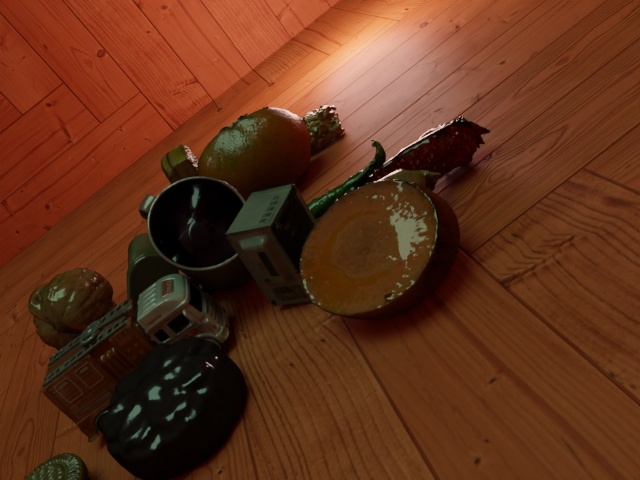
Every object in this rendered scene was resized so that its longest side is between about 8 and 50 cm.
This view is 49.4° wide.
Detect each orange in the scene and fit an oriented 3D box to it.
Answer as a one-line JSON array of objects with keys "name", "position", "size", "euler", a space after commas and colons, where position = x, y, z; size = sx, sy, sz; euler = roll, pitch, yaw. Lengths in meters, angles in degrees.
[{"name": "orange", "position": [-0.182, -0.216, 1.925], "size": [0.311, 0.274, 0.274], "euler": [-6, 36, 15]}]

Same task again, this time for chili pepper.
[{"name": "chili pepper", "position": [0.019, -0.104, 1.676], "size": [0.359, 0.076, 0.084], "euler": [-35, 44, 17]}]

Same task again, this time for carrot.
[{"name": "carrot", "position": [0.091, 0.017, 1.235], "size": [0.307, 0.100, 0.258], "euler": [-20, 59, 27]}]

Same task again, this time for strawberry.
[{"name": "strawberry", "position": [0.226, -0.167, 1.434], "size": [0.228, 0.097, 0.174], "euler": [-33, 6, -18]}]

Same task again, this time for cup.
[{"name": "cup", "position": [-0.278, -0.005, 1.579], "size": [0.289, 0.273, 0.208], "euler": [-3, 75, 4]}]

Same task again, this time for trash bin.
[{"name": "trash bin", "position": [-0.422, 0.119, 1.735], "size": [0.121, 0.243, 0.247], "euler": [-3, 15, -16]}]

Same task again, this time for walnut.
[{"name": "walnut", "position": [-0.694, 0.191, 1.968], "size": [0.257, 0.257, 0.224], "euler": [-114, 45, -64]}]

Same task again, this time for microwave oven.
[{"name": "microwave oven", "position": [-0.074, 0.013, 1.433], "size": [0.123, 0.208, 0.162], "euler": [-10, 37, 30]}]

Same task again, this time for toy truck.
[{"name": "toy truck", "position": [-0.399, 0.237, 1.508], "size": [0.388, 0.207, 0.173], "euler": [-37, 26, 4]}]

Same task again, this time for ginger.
[{"name": "ginger", "position": [0.121, -0.055, 1.379], "size": [0.267, 0.138, 0.152], "euler": [-19, 66, 15]}]

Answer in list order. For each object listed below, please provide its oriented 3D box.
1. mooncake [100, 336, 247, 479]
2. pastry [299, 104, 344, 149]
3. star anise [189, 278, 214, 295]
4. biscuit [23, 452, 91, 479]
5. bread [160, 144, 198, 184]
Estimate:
[{"name": "mooncake", "position": [-0.282, 0.310, 1.316], "size": [0.283, 0.141, 0.283], "euler": [-29, 30, 18]}, {"name": "pastry", "position": [-0.051, -0.309, 2.072], "size": [0.250, 0.102, 0.154], "euler": [-28, 29, 17]}, {"name": "star anise", "position": [-0.264, 0.046, 1.787], "size": [0.177, 0.073, 0.233], "euler": [-17, 50, 38]}, {"name": "biscuit", "position": [-0.551, 0.540, 1.358], "size": [0.259, 0.079, 0.259], "euler": [-29, 27, 16]}, {"name": "bread", "position": [-0.385, -0.166, 2.129], "size": [0.111, 0.234, 0.184], "euler": [-35, 27, 1]}]
